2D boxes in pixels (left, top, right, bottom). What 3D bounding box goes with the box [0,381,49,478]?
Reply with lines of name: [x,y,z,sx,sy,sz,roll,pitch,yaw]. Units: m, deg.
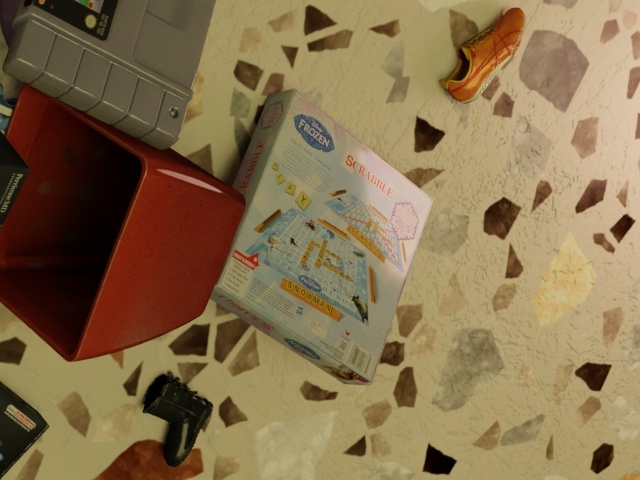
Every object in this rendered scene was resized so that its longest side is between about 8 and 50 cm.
box: [-0.502,0.245,1.750,0.175,0.051,0.220,-47,123,-9]

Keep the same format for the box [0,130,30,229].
box: [-0.466,-0.058,1.597,0.158,0.093,0.156,4,123,-49]

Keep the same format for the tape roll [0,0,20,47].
tape roll: [-0.306,-0.286,1.669,0.189,0.080,0.189,-10,111,-27]

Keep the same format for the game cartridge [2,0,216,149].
game cartridge: [-0.234,-0.312,1.590,0.230,0.068,0.355,28,60,-32]

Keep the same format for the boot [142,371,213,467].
boot: [-0.221,0.263,1.928,0.099,0.045,0.121,37,79,-37]

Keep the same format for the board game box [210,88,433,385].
board game box: [0.000,0.000,1.890,0.319,0.066,0.318,37,63,-34]

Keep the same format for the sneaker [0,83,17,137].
sneaker: [-0.437,-0.187,1.642,0.059,0.053,0.144,-52,133,-1]

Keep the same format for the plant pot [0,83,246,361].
plant pot: [-0.257,-0.020,1.680,0.236,0.267,0.267,6,111,-49]

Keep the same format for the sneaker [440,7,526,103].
sneaker: [0.254,-0.293,2.014,0.067,0.064,0.175,39,82,-24]
